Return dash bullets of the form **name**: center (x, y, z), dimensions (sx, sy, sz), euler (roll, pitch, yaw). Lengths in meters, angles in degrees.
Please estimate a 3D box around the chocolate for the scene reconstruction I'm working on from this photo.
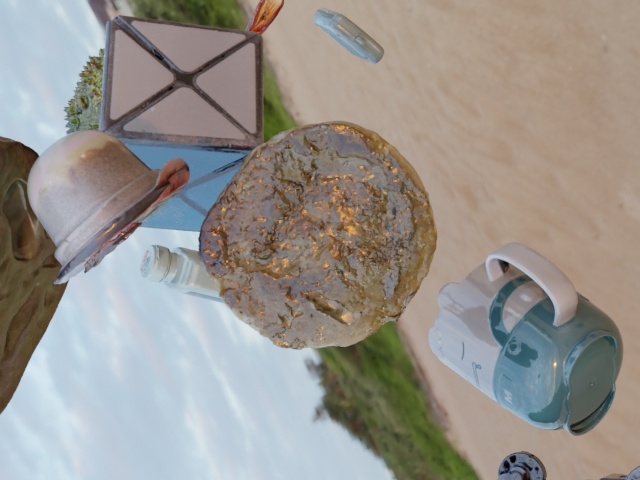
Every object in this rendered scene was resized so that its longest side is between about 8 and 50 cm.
- **chocolate**: center (-0.274, -0.061, 1.322), dimensions (0.147, 0.221, 0.221), euler (53, -177, -8)

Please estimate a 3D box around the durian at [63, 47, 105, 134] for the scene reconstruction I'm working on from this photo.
- **durian**: center (-0.356, -0.223, 2.044), dimensions (0.291, 0.224, 0.291), euler (38, 159, 17)

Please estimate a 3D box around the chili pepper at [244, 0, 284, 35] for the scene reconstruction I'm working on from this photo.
- **chili pepper**: center (-0.122, -0.422, 2.140), dimensions (0.045, 0.178, 0.027), euler (32, 179, 2)

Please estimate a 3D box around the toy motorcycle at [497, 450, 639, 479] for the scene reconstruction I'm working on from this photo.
- **toy motorcycle**: center (0.414, 0.424, 1.599), dimensions (0.125, 0.358, 0.213), euler (7, -98, -57)

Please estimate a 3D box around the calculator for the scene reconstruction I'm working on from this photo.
- **calculator**: center (0.059, -0.441, 2.346), dimensions (0.141, 0.045, 0.246), euler (36, -174, -18)

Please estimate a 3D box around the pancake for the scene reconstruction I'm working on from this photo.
- **pancake**: center (0.000, 0.001, 1.594), dimensions (0.065, 0.356, 0.356), euler (-85, -30, -74)

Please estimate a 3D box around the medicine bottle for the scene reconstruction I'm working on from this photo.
- **medicine bottle**: center (-0.213, 0.064, 1.993), dimensions (0.228, 0.083, 0.121), euler (17, 179, -29)

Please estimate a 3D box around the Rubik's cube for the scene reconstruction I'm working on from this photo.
- **Rubik's cube**: center (-0.233, -0.179, 1.771), dimensions (0.259, 0.260, 0.255), euler (107, 164, -55)

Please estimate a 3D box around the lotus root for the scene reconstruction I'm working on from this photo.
- **lotus root**: center (-0.445, 0.048, 1.404), dimensions (0.375, 0.111, 0.391), euler (-36, -46, -67)

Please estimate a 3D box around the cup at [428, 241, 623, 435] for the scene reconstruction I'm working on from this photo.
- **cup**: center (0.328, 0.138, 1.702), dimensions (0.257, 0.219, 0.290), euler (36, 146, 42)
